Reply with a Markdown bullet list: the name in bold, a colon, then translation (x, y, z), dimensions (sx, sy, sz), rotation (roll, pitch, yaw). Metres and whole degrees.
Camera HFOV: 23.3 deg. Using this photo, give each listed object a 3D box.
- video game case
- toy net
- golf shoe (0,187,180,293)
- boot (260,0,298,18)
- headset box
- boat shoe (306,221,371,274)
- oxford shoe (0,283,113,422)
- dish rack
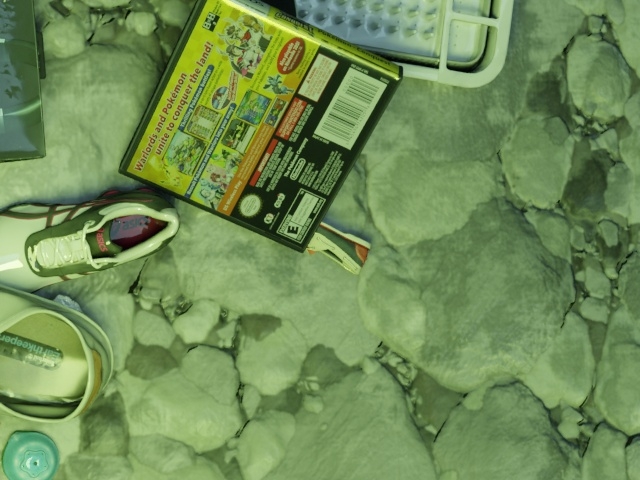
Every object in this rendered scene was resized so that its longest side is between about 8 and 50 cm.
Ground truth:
- **video game case**: translation (-0.073, -0.141, 1.823), dimensions (0.248, 0.035, 0.275), rotation (24, 122, -10)
- **toy net**: translation (-0.346, 0.174, 1.832), dimensions (0.122, 0.045, 0.232), rotation (15, 85, -18)
- **golf shoe**: translation (-0.295, -0.001, 1.805), dimensions (0.272, 0.120, 0.105), rotation (-19, 99, -17)
- **boot**: translation (-0.129, -0.298, 1.851), dimensions (0.088, 0.176, 0.244), rotation (-32, 115, -52)
- **headset box**: translation (-0.445, -0.203, 1.736), dimensions (0.283, 0.131, 0.246), rotation (-6, 93, -20)
- **boat shoe**: translation (0.000, 0.000, 1.951), dimensions (0.137, 0.049, 0.043), rotation (24, 85, -24)
- **oxford shoe**: translation (-0.438, 0.099, 1.699), dimensions (0.449, 0.130, 0.169), rotation (16, 99, -18)
- **dish rack**: translation (0.084, -0.350, 1.957), dimensions (0.332, 0.072, 0.286), rotation (7, 90, -20)
